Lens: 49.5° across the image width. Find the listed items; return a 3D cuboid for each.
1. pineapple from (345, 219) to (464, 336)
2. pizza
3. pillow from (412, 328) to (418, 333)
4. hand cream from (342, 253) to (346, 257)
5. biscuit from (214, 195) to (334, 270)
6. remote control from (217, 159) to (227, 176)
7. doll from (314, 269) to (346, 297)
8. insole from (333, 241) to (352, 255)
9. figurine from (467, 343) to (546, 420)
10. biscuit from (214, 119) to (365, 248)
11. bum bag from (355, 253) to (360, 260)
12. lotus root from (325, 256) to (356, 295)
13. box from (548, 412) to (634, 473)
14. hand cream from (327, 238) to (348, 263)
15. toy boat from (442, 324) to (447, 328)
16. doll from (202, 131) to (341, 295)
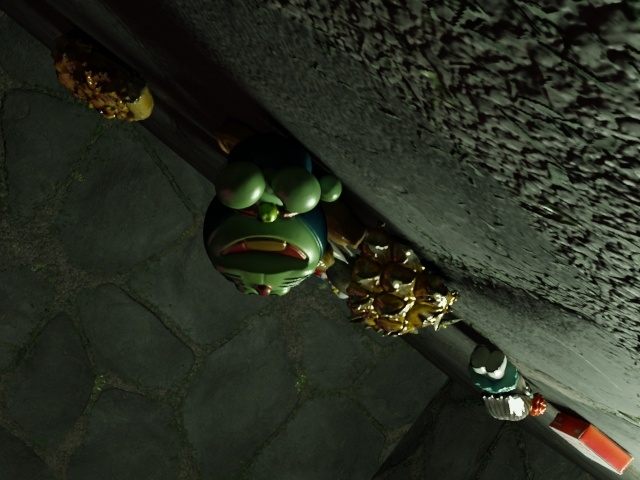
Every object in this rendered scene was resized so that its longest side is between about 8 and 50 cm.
[{"bbox_3d":[0.143,0.111,1.196,0.158,0.161,0.334,35,172,19],"label":"pineapple"},{"bbox_3d":[-0.555,-0.400,1.754,0.409,0.114,0.277,19,159,43],"label":"pizza"},{"bbox_3d":[0.250,0.251,2.366,0.241,0.051,0.093,40,180,-12],"label":"pillow"},{"bbox_3d":[0.053,0.068,2.053,0.331,0.058,0.085,40,177,-15],"label":"hand cream"},{"bbox_3d":[-0.106,-0.067,1.526,0.329,0.078,0.335,33,-165,-31],"label":"biscuit"},{"bbox_3d":[-0.204,-0.140,1.821,0.049,0.090,0.230,38,174,24],"label":"remote control"},{"bbox_3d":[-0.013,0.062,2.363,0.384,0.099,0.188,41,175,4],"label":"doll"},{"bbox_3d":[0.051,0.009,1.824,0.065,0.006,0.193,37,176,18],"label":"insole"},{"bbox_3d":[0.414,0.327,1.562,0.138,0.110,0.245,12,152,38],"label":"figurine"},{"bbox_3d":[-0.052,-0.094,1.320,0.312,0.057,0.351,37,175,32],"label":"biscuit"},{"bbox_3d":[0.132,0.088,1.506,0.137,0.074,0.310,52,-179,10],"label":"bum bag"},{"bbox_3d":[0.076,0.097,1.939,0.192,0.088,0.113,37,-156,31],"label":"lotus root"},{"bbox_3d":[0.620,0.464,1.607,0.123,0.050,0.229,40,176,7],"label":"box"},{"bbox_3d":[0.000,0.000,1.887,0.186,0.054,0.087,35,-169,-32],"label":"hand cream"},{"bbox_3d":[0.268,0.180,1.754,0.115,0.016,0.063,40,175,-15],"label":"toy boat"},{"bbox_3d":[-0.080,-0.037,1.084,0.199,0.186,0.321,8,139,-9],"label":"doll"}]
